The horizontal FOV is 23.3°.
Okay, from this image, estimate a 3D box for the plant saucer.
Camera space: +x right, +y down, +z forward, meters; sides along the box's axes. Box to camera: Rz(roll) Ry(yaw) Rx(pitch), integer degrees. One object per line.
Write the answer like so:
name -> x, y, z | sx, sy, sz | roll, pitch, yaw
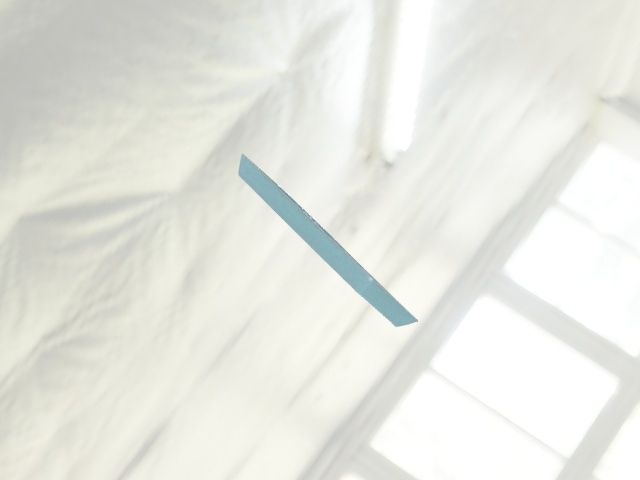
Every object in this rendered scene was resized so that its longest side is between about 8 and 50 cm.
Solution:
plant saucer -> 0.000, 0.000, 1.130 | 0.018, 0.192, 0.067 | -46, -46, 2
